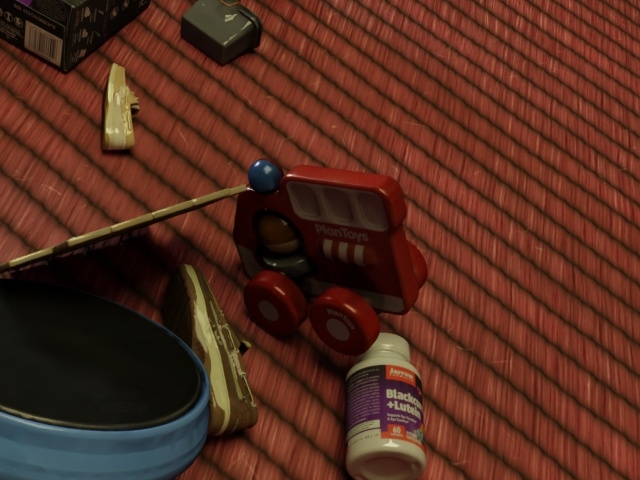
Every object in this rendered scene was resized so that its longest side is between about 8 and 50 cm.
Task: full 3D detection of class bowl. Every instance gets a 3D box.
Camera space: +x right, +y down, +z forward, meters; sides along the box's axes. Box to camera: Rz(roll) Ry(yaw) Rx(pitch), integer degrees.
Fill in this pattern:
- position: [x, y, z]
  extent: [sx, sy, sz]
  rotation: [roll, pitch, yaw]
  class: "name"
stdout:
- position: [-0.315, 0.155, 1.180]
  extent: [0.391, 0.077, 0.391]
  rotation: [18, 16, -5]
  class: "bowl"

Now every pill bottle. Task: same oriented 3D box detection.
- position: [0.087, 0.227, 1.375]
  extent: [0.108, 0.108, 0.194]
  rotation: [11, 48, -12]
  class: "pill bottle"

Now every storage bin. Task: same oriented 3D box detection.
- position: [-0.186, -0.390, 1.824]
  extent: [0.135, 0.098, 0.091]
  rotation: [36, 58, 12]
  class: "storage bin"

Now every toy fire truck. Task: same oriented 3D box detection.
- position: [0.000, 0.000, 1.402]
  extent: [0.302, 0.254, 0.169]
  rotation: [12, 41, 36]
  class: "toy fire truck"

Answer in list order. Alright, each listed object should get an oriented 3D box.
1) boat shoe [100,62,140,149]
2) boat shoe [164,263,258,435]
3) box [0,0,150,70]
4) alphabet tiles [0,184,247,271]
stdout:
- position: [-0.325, -0.215, 1.639]
  extent: [0.059, 0.063, 0.170]
  rotation: [7, 58, -18]
  class: "boat shoe"
- position: [-0.147, 0.150, 1.378]
  extent: [0.095, 0.095, 0.258]
  rotation: [7, 53, -34]
  class: "boat shoe"
- position: [-0.422, -0.442, 1.737]
  extent: [0.165, 0.143, 0.270]
  rotation: [30, 46, 6]
  class: "box"
- position: [-0.278, -0.011, 1.350]
  extent: [0.342, 0.285, 0.011]
  rotation: [-21, 93, -33]
  class: "alphabet tiles"
